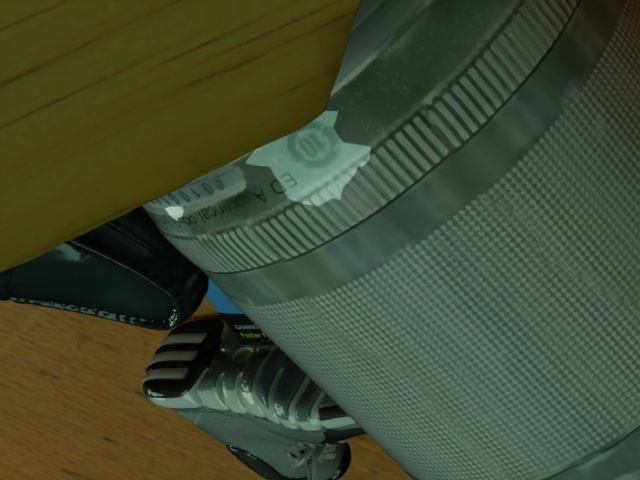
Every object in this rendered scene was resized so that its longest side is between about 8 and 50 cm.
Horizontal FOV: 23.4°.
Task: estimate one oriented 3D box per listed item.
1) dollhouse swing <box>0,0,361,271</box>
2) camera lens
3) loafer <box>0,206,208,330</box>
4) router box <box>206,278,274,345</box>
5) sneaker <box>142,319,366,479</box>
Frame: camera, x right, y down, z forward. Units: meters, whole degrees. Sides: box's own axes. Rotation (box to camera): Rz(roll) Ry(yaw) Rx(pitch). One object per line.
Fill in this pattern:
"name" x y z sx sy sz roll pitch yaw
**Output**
"dollhouse swing" -0.167 -0.205 0.442 0.347 0.315 0.305 51 160 33
"camera lens" 0.057 -0.034 0.658 0.219 0.219 0.274 -19 124 45
"loafer" -0.161 0.000 0.686 0.223 0.078 0.076 18 142 4
"router box" 0.000 0.000 0.880 0.179 0.046 0.133 -5 132 37
"sneaker" 0.001 0.109 0.994 0.229 0.086 0.132 1 142 46
